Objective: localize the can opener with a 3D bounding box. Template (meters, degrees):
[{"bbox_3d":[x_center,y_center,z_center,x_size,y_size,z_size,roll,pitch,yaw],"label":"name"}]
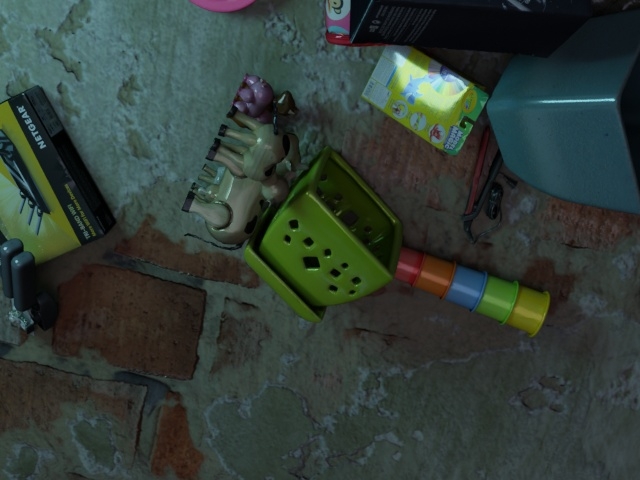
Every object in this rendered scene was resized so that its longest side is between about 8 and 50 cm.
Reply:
[{"bbox_3d":[-0.573,0.091,1.880,0.074,0.093,0.280,43,149,19],"label":"can opener"}]

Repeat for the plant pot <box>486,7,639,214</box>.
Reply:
[{"bbox_3d":[0.428,-0.217,1.616,0.252,0.247,0.248,5,139,35],"label":"plant pot"}]

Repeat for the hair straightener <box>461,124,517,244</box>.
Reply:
[{"bbox_3d":[0.322,-0.096,1.794,0.089,0.047,0.231,11,111,1],"label":"hair straightener"}]

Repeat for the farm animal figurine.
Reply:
[{"bbox_3d":[-0.114,-0.123,1.677,0.172,0.330,0.327,26,110,-8],"label":"farm animal figurine"}]

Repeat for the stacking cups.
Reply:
[{"bbox_3d":[0.277,0.081,1.847,0.316,0.096,0.096,23,111,-1],"label":"stacking cups"}]

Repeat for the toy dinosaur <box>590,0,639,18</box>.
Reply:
[{"bbox_3d":[0.489,-0.412,1.642,0.313,0.121,0.160,34,122,-12],"label":"toy dinosaur"}]

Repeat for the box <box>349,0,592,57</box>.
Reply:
[{"bbox_3d":[0.212,-0.464,1.400,0.312,0.179,0.343,2,81,-8],"label":"box"}]

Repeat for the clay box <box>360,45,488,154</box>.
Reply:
[{"bbox_3d":[0.189,-0.252,1.688,0.222,0.053,0.127,38,113,26],"label":"clay box"}]

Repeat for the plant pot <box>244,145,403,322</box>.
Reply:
[{"bbox_3d":[0.000,0.000,1.774,0.207,0.227,0.228,-39,104,24],"label":"plant pot"}]

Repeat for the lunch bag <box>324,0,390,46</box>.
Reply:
[{"bbox_3d":[0.151,-0.388,1.589,0.293,0.258,0.120,-1,110,6],"label":"lunch bag"}]

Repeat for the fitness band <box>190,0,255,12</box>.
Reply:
[{"bbox_3d":[-0.159,-0.542,1.671,0.209,0.054,0.291,16,110,0],"label":"fitness band"}]

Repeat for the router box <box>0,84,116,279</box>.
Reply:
[{"bbox_3d":[-0.578,-0.108,1.857,0.242,0.081,0.309,-23,107,14],"label":"router box"}]
